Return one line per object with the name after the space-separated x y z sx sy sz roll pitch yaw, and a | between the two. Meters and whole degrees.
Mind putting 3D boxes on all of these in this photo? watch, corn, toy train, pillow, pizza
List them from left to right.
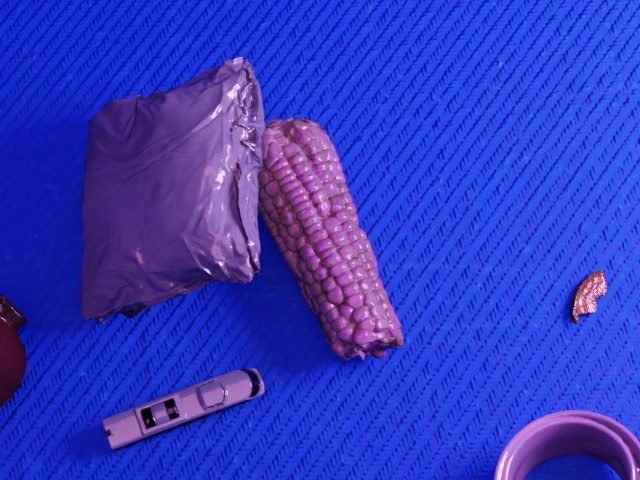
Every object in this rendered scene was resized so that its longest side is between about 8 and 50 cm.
-0.183 -0.064 1.820 0.283 0.138 0.309 -12 69 35 | pillow
-0.171 0.211 1.832 0.208 0.047 0.043 -20 77 -2 | toy train
0.002 -0.001 1.850 0.127 0.126 0.335 -22 79 -4 | corn
0.305 0.341 1.726 0.217 0.211 0.248 29 69 27 | watch
0.345 0.073 1.865 0.037 0.016 0.083 28 74 10 | pizza

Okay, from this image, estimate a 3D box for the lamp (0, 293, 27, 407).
-0.478 0.165 1.799 0.180 0.180 0.258 44 83 12 | lamp
